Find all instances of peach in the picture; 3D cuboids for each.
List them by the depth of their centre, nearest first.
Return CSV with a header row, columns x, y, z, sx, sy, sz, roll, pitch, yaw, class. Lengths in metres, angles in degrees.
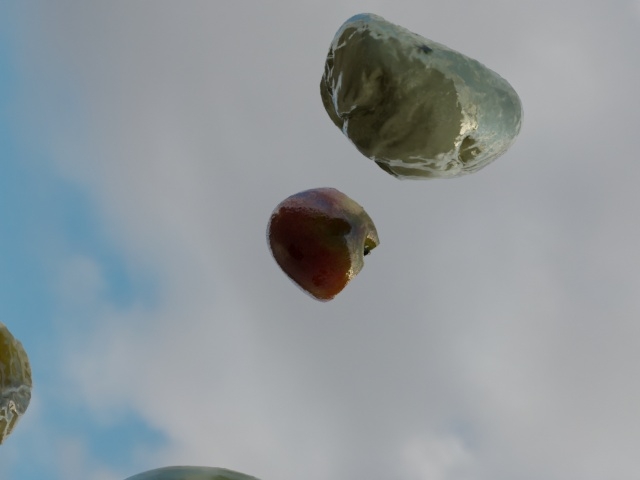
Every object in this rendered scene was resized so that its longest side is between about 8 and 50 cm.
x,y,z,sx,sy,sz,roll,pitch,yaw,class
-0.002,-0.003,2.148,0.151,0.118,0.151,-38,-141,39,peach

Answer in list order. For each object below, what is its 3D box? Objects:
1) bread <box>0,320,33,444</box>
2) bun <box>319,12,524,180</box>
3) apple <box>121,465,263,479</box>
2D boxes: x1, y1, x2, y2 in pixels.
x,y,z,sx,sy,sz,roll,pitch,yaw,class
-0.535,0.198,1.983,0.183,0.389,0.236,-28,-111,48,bread
0.107,-0.148,1.902,0.259,0.259,0.160,26,-87,45,bun
-0.089,0.338,1.326,0.258,0.233,0.295,-38,-121,21,apple
